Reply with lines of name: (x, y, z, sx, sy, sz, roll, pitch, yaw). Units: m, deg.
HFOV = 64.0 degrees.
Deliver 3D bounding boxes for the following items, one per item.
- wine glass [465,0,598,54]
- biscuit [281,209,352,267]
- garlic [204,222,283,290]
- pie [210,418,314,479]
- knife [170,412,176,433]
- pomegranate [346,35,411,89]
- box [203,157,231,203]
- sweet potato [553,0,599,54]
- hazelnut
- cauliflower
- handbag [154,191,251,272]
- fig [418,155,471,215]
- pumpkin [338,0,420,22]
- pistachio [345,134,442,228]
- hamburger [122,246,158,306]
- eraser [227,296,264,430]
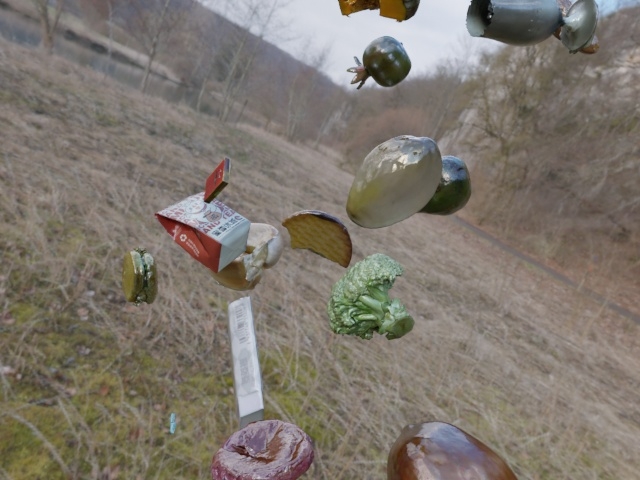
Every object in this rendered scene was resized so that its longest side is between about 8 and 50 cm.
wine glass: (0.384, -0.403, 0.937, 0.222, 0.103, 0.103, 0, 15, -12)
biscuit: (0.000, 0.000, 1.549, 0.229, 0.176, 0.031, 57, 19, -17)
garlic: (-0.299, 0.053, 1.958, 0.313, 0.286, 0.249, 13, -7, 43)
pie: (-0.101, 0.378, 0.902, 0.182, 0.050, 0.182, -7, 12, 2)
knife: (-0.340, 0.422, 1.182, 0.014, 0.005, 0.091, 5, 7, -14)
pomegranate: (0.180, -0.537, 1.574, 0.191, 0.131, 0.152, -17, -47, 43)
box: (-0.312, -0.179, 1.546, 0.023, 0.133, 0.090, 19, 55, -31)
sweet potato: (0.712, -0.689, 1.549, 0.355, 0.095, 0.106, 51, 39, 13)
hazelnut: (0.314, 0.621, 1.226, 0.365, 0.366, 0.366, 26, 9, -4)
cauliflower: (0.153, 0.190, 1.483, 0.250, 0.272, 0.275, 41, -4, 27)
handbag: (-0.396, -0.048, 1.705, 0.298, 0.151, 0.171, 32, 43, 15)
fig: (0.372, -0.164, 1.670, 0.195, 0.244, 0.195, 57, 18, -30)
pumpkin: (0.217, -0.858, 1.810, 0.139, 0.280, 0.190, 78, -10, -47)
pistachio: (0.188, -0.149, 1.321, 0.197, 0.288, 0.166, 43, 14, 3)
hamburger: (-0.679, 0.132, 1.943, 0.122, 0.215, 0.189, -2, 10, -29)
eraser: (-0.249, 0.407, 1.678, 0.082, 0.213, 0.397, -4, 50, -13)
